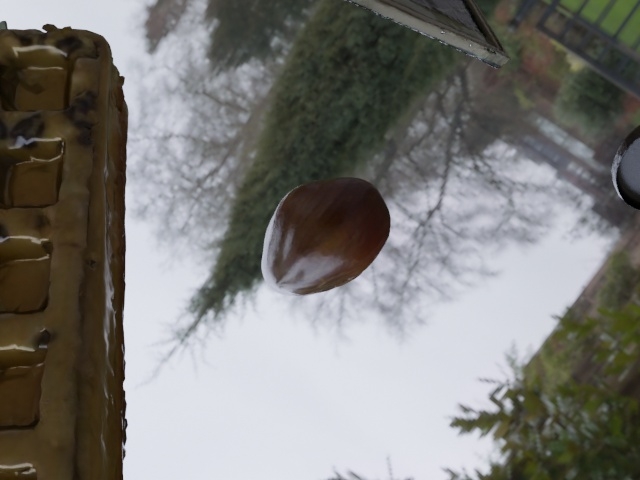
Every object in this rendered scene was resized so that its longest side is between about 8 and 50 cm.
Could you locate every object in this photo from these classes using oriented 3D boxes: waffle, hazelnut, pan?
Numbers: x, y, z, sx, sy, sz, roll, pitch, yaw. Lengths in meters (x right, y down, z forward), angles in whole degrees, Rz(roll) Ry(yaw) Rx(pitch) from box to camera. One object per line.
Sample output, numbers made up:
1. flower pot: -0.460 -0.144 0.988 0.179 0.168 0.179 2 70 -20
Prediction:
1. waffle: -0.229 0.065 0.519 0.261 0.114 0.376 -4 -116 -2
2. hazelnut: 0.003 0.002 1.595 0.181 0.212 0.180 11 -116 -23
3. pan: 0.351 -0.114 0.992 0.115 0.212 0.040 1 -138 -5

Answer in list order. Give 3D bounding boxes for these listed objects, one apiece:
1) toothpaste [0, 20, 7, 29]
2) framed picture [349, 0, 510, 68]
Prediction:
1. toothpaste: -0.579 -0.281 1.642 0.037 0.216 0.061 18 -128 -63
2. framed picture: 0.081 -0.337 1.217 0.335 0.022 0.247 9 -131 -50
